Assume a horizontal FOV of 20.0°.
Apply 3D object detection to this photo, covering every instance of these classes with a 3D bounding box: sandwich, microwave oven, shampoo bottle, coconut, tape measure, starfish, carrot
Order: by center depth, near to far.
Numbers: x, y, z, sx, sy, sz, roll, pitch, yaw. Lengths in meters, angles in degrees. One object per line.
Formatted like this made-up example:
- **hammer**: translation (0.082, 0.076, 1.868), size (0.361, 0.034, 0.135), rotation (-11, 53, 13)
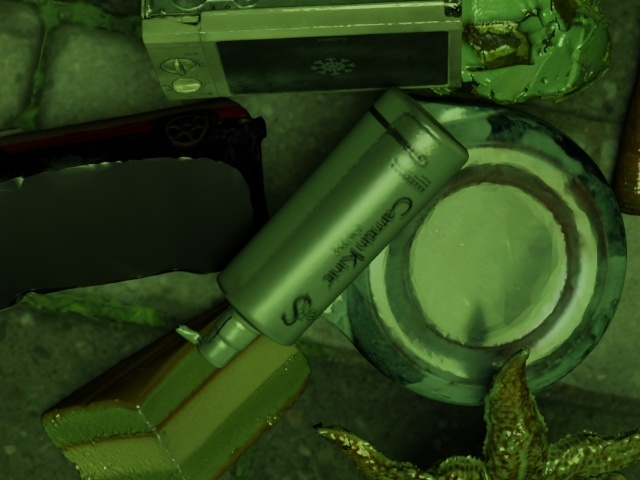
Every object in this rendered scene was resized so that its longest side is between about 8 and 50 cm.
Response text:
- **microwave oven**: translation (-0.012, -0.219, 1.417), size (0.240, 0.145, 0.194), rotation (-2, 74, 4)
- **shampoo bottle**: translation (0.000, 0.000, 1.431), size (0.085, 0.085, 0.262), rotation (40, 98, -17)
- **coconut**: translation (0.165, -0.172, 1.500), size (0.158, 0.055, 0.133), rotation (13, 84, 8)
- **tape measure**: translation (0.120, 0.004, 1.552), size (0.275, 0.147, 0.256), rotation (33, 94, -13)
- **starfish**: translation (0.170, 0.189, 1.552), size (0.358, 0.078, 0.347), rotation (-14, 148, 2)
- **carrot**: translation (0.291, -0.115, 1.603), size (0.047, 0.047, 0.191), rotation (4, 103, -12)
- **sandwich**: translation (-0.125, 0.138, 1.609), size (0.187, 0.144, 0.117), rotation (-44, 112, -35)

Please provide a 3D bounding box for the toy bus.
- **toy bus**: translation (-0.191, -0.031, 1.481), size (0.303, 0.147, 0.127), rotation (-10, 109, -7)
